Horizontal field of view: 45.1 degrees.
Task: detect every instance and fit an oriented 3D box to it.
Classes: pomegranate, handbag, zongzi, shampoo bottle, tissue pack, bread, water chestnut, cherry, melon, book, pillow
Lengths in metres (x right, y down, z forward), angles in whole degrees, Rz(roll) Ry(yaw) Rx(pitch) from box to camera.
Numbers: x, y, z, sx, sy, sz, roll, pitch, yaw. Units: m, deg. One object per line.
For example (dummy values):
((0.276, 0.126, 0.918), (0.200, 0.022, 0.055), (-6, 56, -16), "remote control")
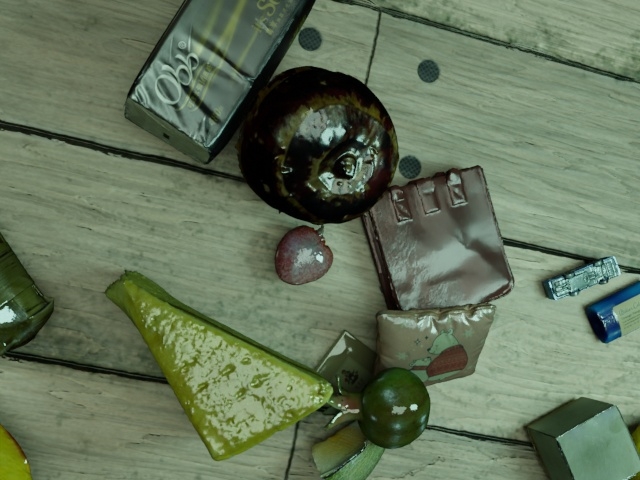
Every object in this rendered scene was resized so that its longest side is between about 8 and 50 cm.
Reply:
((0.098, 0.295, 1.367), (0.191, 0.152, 0.131), (-2, 45, -1), "pomegranate")
((0.229, 0.008, 1.508), (0.260, 0.084, 0.276), (-19, 91, -11), "handbag")
((-0.622, 0.088, 1.244), (0.286, 0.138, 0.300), (56, 41, -3), "zongzi")
((0.650, 0.141, 1.606), (0.183, 0.050, 0.087), (-24, 90, -12), "shampoo bottle")
((-0.182, -0.329, 1.377), (0.198, 0.210, 0.370), (32, 80, -15), "tissue pack")
((-0.178, 0.163, 1.336), (0.245, 0.233, 0.362), (-31, 93, -7), "bread")
((-0.012, -0.176, 1.384), (0.300, 0.300, 0.300), (0, 88, -12), "water chestnut")
((0.000, 0.000, 1.461), (0.107, 0.090, 0.225), (44, 71, 8), "cherry")
((0.067, 0.405, 1.461), (0.202, 0.093, 0.140), (-30, 129, -28), "melon")
((0.084, 0.287, 1.499), (0.198, 0.016, 0.138), (39, 81, -8), "book")
((0.205, 0.201, 1.441), (0.236, 0.084, 0.223), (-4, 132, -12), "pillow")

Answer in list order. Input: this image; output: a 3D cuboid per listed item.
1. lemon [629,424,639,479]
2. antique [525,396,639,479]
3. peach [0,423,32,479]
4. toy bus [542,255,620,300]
((0.703, 0.445, 1.542), (0.178, 0.203, 0.178), (-9, 51, 12), "lemon")
((0.512, 0.408, 1.517), (0.151, 0.148, 0.147), (-24, 94, -12), "antique")
((-0.634, 0.430, 1.235), (0.306, 0.242, 0.380), (23, 94, 12), "peach")
((0.533, 0.076, 1.579), (0.153, 0.061, 0.051), (-20, 94, -10), "toy bus")
